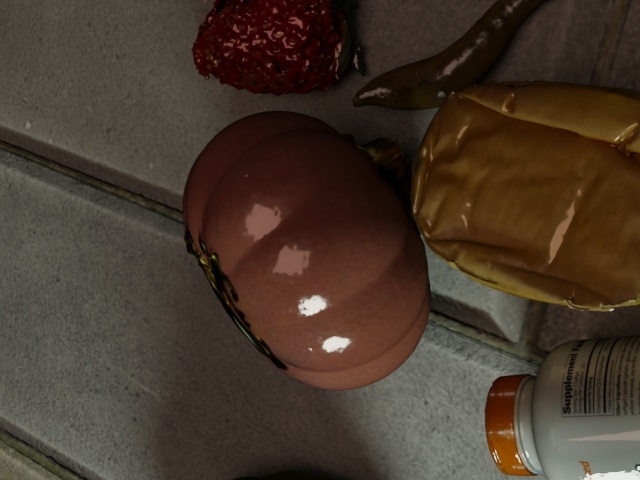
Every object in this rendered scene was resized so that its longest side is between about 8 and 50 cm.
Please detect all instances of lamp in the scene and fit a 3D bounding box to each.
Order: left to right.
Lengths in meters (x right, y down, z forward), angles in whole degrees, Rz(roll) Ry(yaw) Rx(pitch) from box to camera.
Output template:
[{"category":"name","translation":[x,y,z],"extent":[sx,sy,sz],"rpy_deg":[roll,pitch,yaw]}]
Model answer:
[{"category":"lamp","translation":[0.000,0.000,0.987],"extent":[0.239,0.305,0.305],"rpy_deg":[-33,76,-9]}]

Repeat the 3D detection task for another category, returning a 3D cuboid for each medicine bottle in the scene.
[{"category":"medicine bottle","translation":[0.299,0.163,0.875],"extent":[0.288,0.157,0.157],"rpy_deg":[-10,92,34]}]

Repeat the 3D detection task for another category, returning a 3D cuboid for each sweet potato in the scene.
[{"category":"sweet potato","translation":[0.146,-0.185,0.980],"extent":[0.249,0.059,0.069],"rpy_deg":[-31,68,28]}]

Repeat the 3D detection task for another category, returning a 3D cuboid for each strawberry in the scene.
[{"category":"strawberry","translation":[-0.069,-0.250,1.080],"extent":[0.228,0.098,0.174],"rpy_deg":[5,99,31]}]

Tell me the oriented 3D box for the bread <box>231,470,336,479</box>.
[{"category":"bread","translation":[-0.032,0.471,1.154],"extent":[0.366,0.129,0.382],"rpy_deg":[21,109,26]}]

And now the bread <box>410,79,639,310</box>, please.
[{"category":"bread","translation":[0.236,-0.037,0.875],"extent":[0.288,0.156,0.204],"rpy_deg":[7,85,41]}]
